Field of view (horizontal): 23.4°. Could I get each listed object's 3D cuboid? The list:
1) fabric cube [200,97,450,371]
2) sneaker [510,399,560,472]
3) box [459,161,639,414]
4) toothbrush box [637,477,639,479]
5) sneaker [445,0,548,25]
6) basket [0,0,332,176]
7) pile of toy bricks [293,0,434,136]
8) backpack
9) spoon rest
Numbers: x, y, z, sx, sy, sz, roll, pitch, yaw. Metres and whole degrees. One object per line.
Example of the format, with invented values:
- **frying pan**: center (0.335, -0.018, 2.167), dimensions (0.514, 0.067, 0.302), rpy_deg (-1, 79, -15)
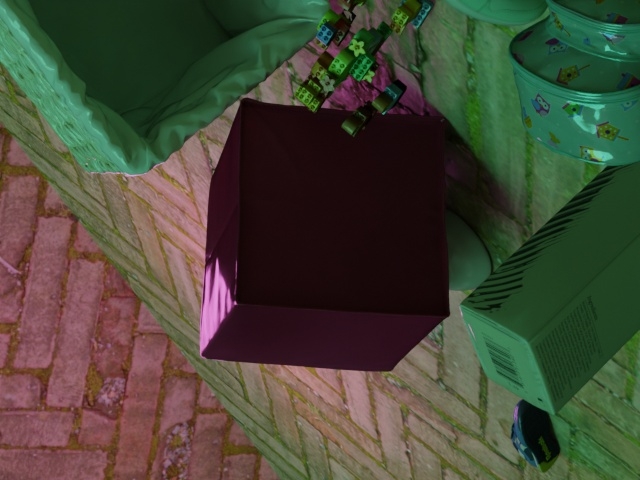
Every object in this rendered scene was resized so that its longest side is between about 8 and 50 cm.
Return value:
- **fabric cube**: center (0.000, 0.000, 1.867), dimensions (0.254, 0.259, 0.258), rpy_deg (5, 160, -10)
- **sneaker**: center (0.293, 0.271, 2.191), dimensions (0.059, 0.053, 0.144), rpy_deg (32, 153, 43)
- **box**: center (0.266, 0.027, 1.473), dimensions (0.094, 0.275, 0.113), rpy_deg (28, 151, 44)
- **toothbrush box**: center (0.433, 0.239, 1.487), dimensions (0.126, 0.295, 0.216), rpy_deg (53, 159, -10)
- **sneaker**: center (0.158, -0.267, 1.364), dimensions (0.256, 0.094, 0.151), rpy_deg (36, 166, -38)
- **basket**: center (-0.229, -0.285, 1.857), dimensions (0.328, 0.331, 0.266), rpy_deg (53, 162, -11)
- **pile of toy bricks**: center (0.034, -0.195, 1.681), dimensions (0.118, 0.105, 0.212), rpy_deg (40, 129, 9)
- **backpack**: center (0.253, -0.156, 1.295), dimensions (0.166, 0.188, 0.144), rpy_deg (32, 154, 41)
- **spoon rest**: center (0.134, 0.029, 2.070), dimensions (0.137, 0.084, 0.276), rpy_deg (49, 147, -3)
